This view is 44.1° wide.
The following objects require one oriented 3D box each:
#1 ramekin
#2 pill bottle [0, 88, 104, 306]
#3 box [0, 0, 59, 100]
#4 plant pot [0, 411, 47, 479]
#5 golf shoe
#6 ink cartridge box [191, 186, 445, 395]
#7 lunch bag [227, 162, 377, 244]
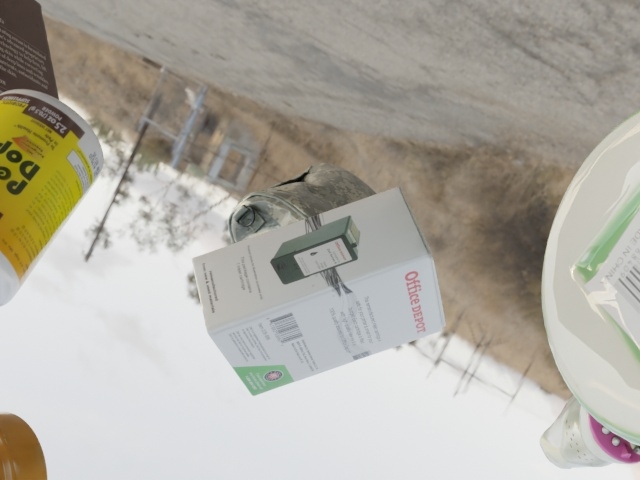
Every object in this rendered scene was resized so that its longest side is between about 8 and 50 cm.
[{"bbox_3d":[0.313,0.030,0.610,0.148,0.303,0.303,11,-167,-23],"label":"ramekin"},{"bbox_3d":[-0.286,-0.024,0.679,0.117,0.215,0.117,14,141,11],"label":"pill bottle"},{"bbox_3d":[-0.408,-0.182,0.870,0.168,0.167,0.203,32,-139,-70],"label":"box"},{"bbox_3d":[-0.500,0.331,1.033,0.205,0.205,0.188,33,-171,32],"label":"plant pot"},{"bbox_3d":[0.386,0.190,0.987,0.306,0.140,0.115,-19,-108,-38],"label":"golf shoe"},{"bbox_3d":[0.005,0.075,1.054,0.211,0.289,0.121,71,180,-54],"label":"ink cartridge box"},{"bbox_3d":[0.000,0.000,1.360,0.256,0.212,0.305,54,-151,3],"label":"lunch bag"}]
